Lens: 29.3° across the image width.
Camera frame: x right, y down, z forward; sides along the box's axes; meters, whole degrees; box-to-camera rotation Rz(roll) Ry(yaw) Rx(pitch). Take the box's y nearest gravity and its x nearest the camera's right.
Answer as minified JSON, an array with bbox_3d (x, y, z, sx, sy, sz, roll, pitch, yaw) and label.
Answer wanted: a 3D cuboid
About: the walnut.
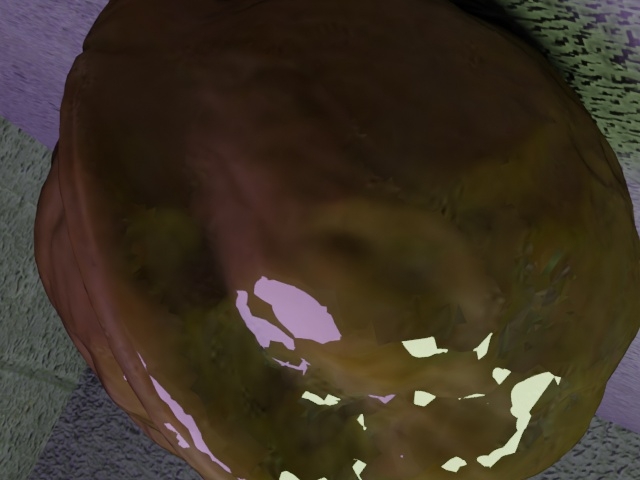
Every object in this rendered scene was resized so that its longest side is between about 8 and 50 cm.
[{"bbox_3d":[0.014,0.004,0.762,0.383,0.384,0.383,26,172,4],"label":"walnut"}]
